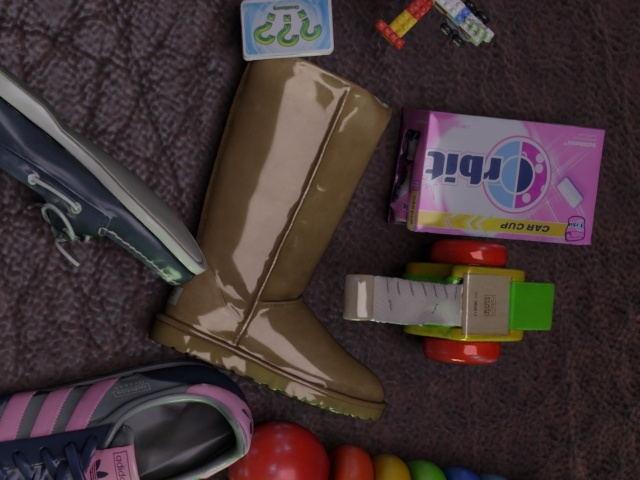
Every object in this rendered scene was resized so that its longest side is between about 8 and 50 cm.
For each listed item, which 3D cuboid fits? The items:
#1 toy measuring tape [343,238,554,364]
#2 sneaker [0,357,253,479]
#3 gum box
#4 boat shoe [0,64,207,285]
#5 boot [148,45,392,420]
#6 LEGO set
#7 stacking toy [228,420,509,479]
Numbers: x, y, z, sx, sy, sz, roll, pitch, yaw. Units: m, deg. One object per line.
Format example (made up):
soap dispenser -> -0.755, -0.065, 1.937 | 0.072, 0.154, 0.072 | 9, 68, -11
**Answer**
toy measuring tape -> 0.088, 0.051, 1.366 | 0.330, 0.121, 0.121 | 5, 97, -53
sneaker -> -0.206, 0.176, 1.300 | 0.319, 0.131, 0.112 | -19, 104, -17
gum box -> 0.155, -0.058, 1.439 | 0.188, 0.062, 0.107 | 4, 96, -21
boat shoe -> -0.203, -0.043, 1.285 | 0.254, 0.095, 0.079 | 41, 94, -14
boot -> 0.000, 0.000, 1.377 | 0.236, 0.089, 0.269 | 24, 88, -22
LEGO set -> 0.051, -0.246, 1.312 | 0.244, 0.060, 0.182 | -2, 84, 2
stacking toy -> 0.074, 0.244, 1.421 | 0.330, 0.141, 0.141 | 22, 90, -18
